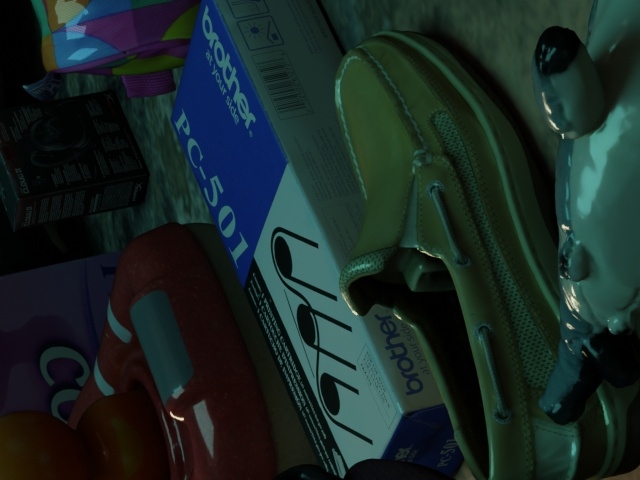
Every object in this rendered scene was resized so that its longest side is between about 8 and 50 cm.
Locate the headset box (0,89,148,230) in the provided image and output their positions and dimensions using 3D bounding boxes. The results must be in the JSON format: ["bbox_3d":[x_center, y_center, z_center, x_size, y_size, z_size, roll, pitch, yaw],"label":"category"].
[{"bbox_3d":[-0.145,-0.044,1.083,0.032,0.083,0.062,109,142,-53],"label":"headset box"}]

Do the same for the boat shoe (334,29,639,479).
[{"bbox_3d":[0.039,0.002,0.663,0.068,0.072,0.190,101,148,-46],"label":"boat shoe"}]

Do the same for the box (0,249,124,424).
[{"bbox_3d":[-0.203,0.140,1.117,0.117,0.243,0.213,148,108,-67],"label":"box"}]

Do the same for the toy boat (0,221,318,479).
[{"bbox_3d":[-0.099,0.102,0.960,0.231,0.151,0.151,111,141,-55],"label":"toy boat"}]

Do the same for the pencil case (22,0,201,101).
[{"bbox_3d":[-0.100,-0.181,0.875,0.104,0.104,0.236,175,83,-69],"label":"pencil case"}]

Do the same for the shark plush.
[{"bbox_3d":[0.093,-0.016,0.560,0.067,0.073,0.161,-97,1,-57],"label":"shark plush"}]

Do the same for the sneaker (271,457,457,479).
[{"bbox_3d":[0.026,0.152,0.680,0.162,0.106,0.281,48,145,3],"label":"sneaker"}]

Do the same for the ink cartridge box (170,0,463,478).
[{"bbox_3d":[0.000,0.000,0.797,0.097,0.046,0.207,111,141,-54],"label":"ink cartridge box"}]

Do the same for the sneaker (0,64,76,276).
[{"bbox_3d":[-0.229,-0.112,1.208,0.257,0.169,0.447,54,158,29],"label":"sneaker"}]
